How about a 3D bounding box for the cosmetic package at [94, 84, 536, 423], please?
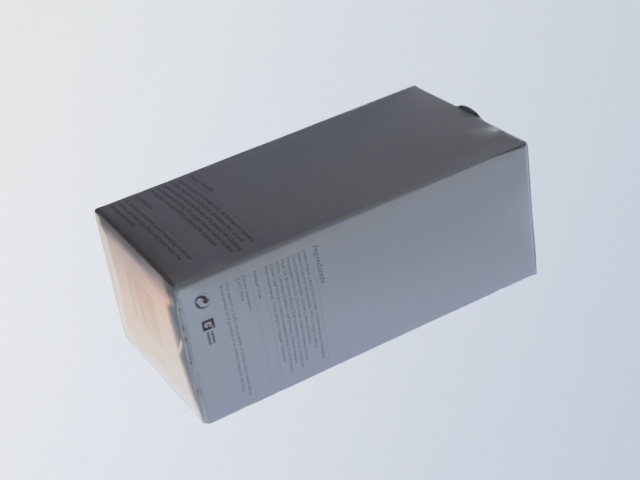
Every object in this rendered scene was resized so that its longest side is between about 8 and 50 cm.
[{"bbox_3d":[0.000,0.000,1.327,0.365,0.155,0.197,-21,-149,-21],"label":"cosmetic package"}]
